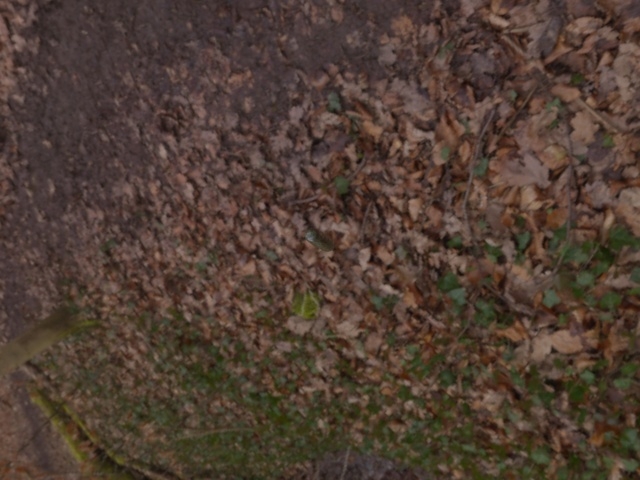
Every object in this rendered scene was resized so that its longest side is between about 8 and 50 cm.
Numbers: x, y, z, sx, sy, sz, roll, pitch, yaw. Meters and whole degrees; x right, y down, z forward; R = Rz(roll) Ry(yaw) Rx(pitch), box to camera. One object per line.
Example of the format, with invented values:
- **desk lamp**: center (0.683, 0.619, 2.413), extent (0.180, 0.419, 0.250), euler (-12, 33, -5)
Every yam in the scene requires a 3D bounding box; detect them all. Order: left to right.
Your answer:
- **yam**: center (0.000, 0.000, 0.749), extent (0.021, 0.021, 0.116), euler (44, -178, 12)
